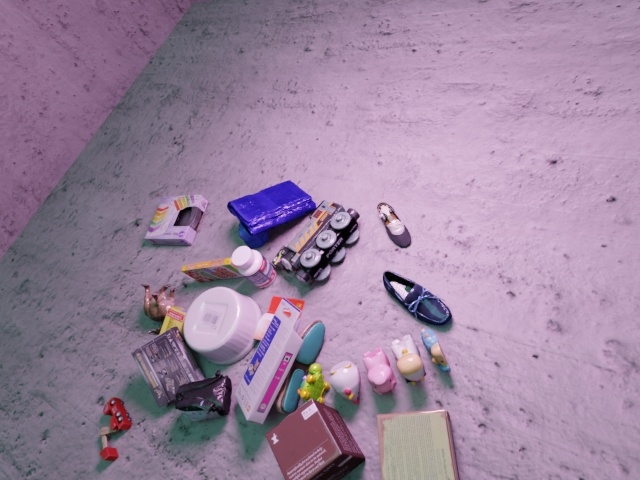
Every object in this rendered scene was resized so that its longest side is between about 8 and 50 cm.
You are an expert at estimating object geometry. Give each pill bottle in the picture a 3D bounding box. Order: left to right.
[{"bbox_3d":[-0.254,0.098,1.593,0.108,0.180,0.107,-12,57,20],"label":"pill bottle"}]

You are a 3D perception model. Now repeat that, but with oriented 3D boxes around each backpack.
[{"bbox_3d":[-0.399,0.543,1.430,0.182,0.115,0.151,-12,37,6],"label":"backpack"},{"bbox_3d":[-0.275,-0.039,1.725,0.101,0.120,0.097,-17,55,17],"label":"backpack"}]

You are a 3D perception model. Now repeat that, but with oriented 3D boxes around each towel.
[{"bbox_3d":[-0.198,-0.148,1.700,0.309,0.076,0.228,-25,48,-26],"label":"towel"}]

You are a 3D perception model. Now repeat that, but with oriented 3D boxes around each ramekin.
[{"bbox_3d":[-0.368,0.306,1.552,0.278,0.135,0.276,-12,56,19],"label":"ramekin"}]

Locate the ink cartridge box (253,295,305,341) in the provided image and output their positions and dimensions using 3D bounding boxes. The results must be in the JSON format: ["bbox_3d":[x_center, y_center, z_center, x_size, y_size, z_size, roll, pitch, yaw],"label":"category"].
[{"bbox_3d":[-0.147,0.286,1.511,0.146,0.045,0.179,5,66,25],"label":"ink cartridge box"}]

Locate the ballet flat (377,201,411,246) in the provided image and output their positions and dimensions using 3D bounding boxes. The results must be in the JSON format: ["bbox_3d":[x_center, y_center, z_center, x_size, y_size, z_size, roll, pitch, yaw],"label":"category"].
[{"bbox_3d":[0.258,-0.065,1.512,0.074,0.074,0.203,-30,53,7],"label":"ballet flat"}]

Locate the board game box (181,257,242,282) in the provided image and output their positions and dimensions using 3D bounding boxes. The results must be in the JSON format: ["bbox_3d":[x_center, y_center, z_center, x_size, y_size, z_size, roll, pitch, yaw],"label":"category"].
[{"bbox_3d":[-0.418,0.120,1.696,0.260,0.124,0.039,-11,58,20],"label":"board game box"}]

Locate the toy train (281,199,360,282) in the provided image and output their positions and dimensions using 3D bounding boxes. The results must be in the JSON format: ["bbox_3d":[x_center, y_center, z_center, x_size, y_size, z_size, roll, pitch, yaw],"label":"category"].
[{"bbox_3d":[0.000,0.000,1.557,0.190,0.142,0.333,28,74,40],"label":"toy train"}]

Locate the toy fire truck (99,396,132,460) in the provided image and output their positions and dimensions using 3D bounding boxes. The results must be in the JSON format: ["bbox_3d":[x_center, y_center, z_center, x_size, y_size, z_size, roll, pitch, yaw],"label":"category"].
[{"bbox_3d":[-0.776,0.700,1.567,0.135,0.047,0.192,-48,52,-6],"label":"toy fire truck"}]

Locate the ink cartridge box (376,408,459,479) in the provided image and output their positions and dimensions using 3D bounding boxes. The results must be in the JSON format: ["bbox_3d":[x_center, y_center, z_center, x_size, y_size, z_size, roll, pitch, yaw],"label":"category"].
[{"bbox_3d":[0.258,0.580,1.107,0.194,0.088,0.234,-11,56,18],"label":"ink cartridge box"}]

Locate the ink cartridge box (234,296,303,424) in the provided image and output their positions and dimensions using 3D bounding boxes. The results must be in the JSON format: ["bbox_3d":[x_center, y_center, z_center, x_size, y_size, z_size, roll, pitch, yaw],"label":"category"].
[{"bbox_3d":[-0.155,0.379,1.359,0.370,0.069,0.176,-65,25,-3],"label":"ink cartridge box"}]

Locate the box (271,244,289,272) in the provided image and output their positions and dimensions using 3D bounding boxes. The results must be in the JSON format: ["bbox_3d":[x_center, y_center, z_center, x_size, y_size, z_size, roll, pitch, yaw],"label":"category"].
[{"bbox_3d":[-0.137,0.073,1.633,0.062,0.052,0.083,21,71,34],"label":"box"}]

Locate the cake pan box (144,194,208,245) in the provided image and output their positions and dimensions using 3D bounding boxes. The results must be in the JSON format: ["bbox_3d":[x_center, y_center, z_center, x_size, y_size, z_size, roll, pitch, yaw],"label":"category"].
[{"bbox_3d":[-0.678,-0.097,1.994,0.267,0.070,0.245,2,64,27],"label":"cake pan box"}]

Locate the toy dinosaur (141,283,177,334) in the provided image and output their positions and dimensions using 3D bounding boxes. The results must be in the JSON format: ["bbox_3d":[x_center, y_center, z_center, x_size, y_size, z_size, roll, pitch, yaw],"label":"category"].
[{"bbox_3d":[-0.667,0.291,1.726,0.296,0.127,0.200,13,100,47],"label":"toy dinosaur"}]

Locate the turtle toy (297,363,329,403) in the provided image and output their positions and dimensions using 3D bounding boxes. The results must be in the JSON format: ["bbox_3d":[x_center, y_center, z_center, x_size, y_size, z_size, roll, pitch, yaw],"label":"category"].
[{"bbox_3d":[-0.024,0.454,1.329,0.066,0.095,0.130,-4,56,49],"label":"turtle toy"}]

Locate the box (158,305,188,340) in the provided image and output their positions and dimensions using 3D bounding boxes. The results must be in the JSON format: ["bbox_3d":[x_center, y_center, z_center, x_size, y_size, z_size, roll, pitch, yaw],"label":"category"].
[{"bbox_3d":[-0.567,0.374,1.602,0.088,0.058,0.232,20,90,18],"label":"box"}]

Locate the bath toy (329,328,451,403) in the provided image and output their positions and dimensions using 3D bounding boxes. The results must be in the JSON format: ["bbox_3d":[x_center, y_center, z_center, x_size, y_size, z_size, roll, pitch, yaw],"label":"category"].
[{"bbox_3d":[0.195,0.386,1.240,0.349,0.151,0.128,-24,89,12],"label":"bath toy"}]

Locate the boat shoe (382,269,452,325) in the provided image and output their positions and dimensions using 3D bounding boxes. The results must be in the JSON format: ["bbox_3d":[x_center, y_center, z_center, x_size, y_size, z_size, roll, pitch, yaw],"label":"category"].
[{"bbox_3d":[0.290,0.184,1.331,0.258,0.089,0.109,28,76,36],"label":"boat shoe"}]

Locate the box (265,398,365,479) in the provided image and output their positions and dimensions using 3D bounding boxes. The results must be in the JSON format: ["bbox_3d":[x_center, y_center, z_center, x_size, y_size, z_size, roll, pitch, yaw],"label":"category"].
[{"bbox_3d":[-0.011,0.575,1.169,0.169,0.203,0.167,-38,52,1],"label":"box"}]

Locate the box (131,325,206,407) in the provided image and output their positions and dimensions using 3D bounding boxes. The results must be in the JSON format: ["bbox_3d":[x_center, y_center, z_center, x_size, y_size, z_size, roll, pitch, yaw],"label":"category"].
[{"bbox_3d":[-0.555,0.459,1.532,0.183,0.056,0.230,-32,84,7],"label":"box"}]

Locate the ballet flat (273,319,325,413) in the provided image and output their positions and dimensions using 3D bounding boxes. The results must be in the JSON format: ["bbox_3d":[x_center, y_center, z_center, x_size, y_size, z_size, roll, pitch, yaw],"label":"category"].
[{"bbox_3d":[-0.089,0.399,1.383,0.106,0.107,0.315,6,63,44],"label":"ballet flat"}]
